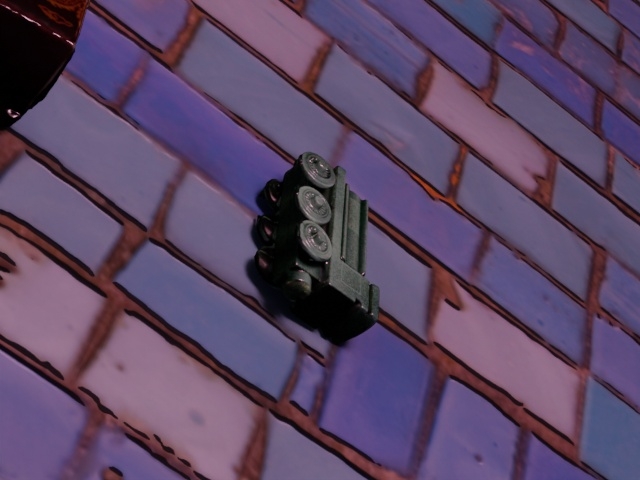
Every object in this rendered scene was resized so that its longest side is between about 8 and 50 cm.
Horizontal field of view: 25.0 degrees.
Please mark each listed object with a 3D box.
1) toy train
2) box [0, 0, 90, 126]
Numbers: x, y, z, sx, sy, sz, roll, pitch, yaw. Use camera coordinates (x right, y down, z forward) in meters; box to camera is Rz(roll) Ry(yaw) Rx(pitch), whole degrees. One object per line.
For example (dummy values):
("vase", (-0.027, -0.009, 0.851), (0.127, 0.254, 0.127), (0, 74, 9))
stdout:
("toy train", (0.000, 0.000, 1.265), (0.111, 0.071, 0.170), (38, 34, -27))
("box", (-0.308, -0.309, 1.207), (0.264, 0.116, 0.415), (29, 39, -24))
